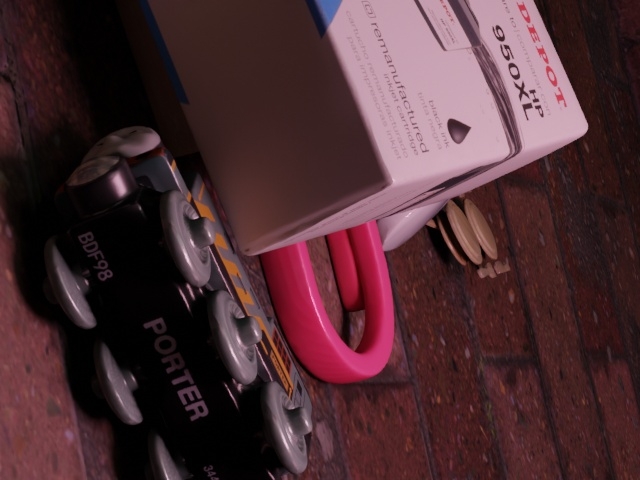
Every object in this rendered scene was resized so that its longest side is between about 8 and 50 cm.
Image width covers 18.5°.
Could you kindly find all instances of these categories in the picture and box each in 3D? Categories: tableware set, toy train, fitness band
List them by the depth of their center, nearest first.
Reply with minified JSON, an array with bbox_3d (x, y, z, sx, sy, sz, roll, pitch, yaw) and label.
[{"bbox_3d":[-0.107,0.068,1.562,0.190,0.142,0.334,-85,151,-68],"label":"toy train"},{"bbox_3d":[0.000,0.000,1.966,0.209,0.054,0.290,-8,82,-68],"label":"fitness band"},{"bbox_3d":[0.175,-0.006,2.426,0.128,0.039,0.194,64,15,6],"label":"tableware set"}]

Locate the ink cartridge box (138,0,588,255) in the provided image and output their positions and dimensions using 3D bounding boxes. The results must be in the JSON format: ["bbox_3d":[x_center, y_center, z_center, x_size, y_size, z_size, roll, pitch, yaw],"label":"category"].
[{"bbox_3d":[0.042,-0.171,1.721,0.395,0.166,0.285,-17,83,-58],"label":"ink cartridge box"}]

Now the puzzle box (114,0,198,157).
[{"bbox_3d":[-0.048,-0.262,1.872,0.409,0.052,0.272,-28,102,-51],"label":"puzzle box"}]

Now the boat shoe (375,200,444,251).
[{"bbox_3d":[0.112,-0.085,2.249,0.102,0.108,0.301,42,37,4],"label":"boat shoe"}]
